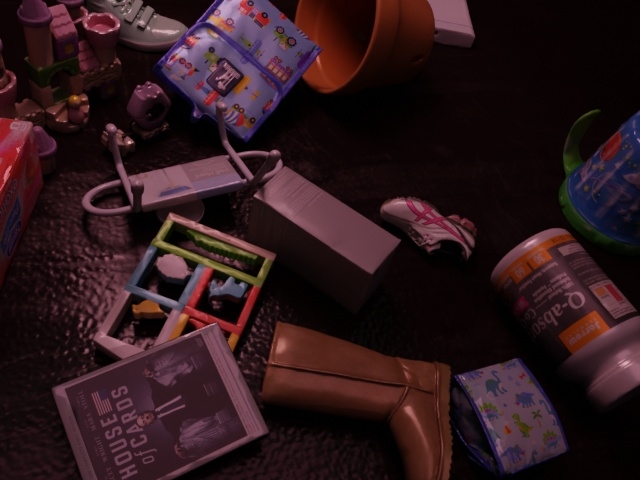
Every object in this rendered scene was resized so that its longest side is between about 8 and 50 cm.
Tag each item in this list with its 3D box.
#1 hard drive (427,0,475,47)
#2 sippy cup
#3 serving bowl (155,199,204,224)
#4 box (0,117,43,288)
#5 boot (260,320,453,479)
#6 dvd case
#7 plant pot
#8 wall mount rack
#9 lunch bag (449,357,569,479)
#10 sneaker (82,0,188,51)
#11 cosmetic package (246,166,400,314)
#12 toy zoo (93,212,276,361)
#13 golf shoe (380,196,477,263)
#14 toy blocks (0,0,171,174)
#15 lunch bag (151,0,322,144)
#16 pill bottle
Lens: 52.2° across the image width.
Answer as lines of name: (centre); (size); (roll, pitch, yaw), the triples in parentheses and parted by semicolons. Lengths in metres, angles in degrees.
hard drive: (0.269, -0.648, 1.725); (0.233, 0.047, 0.353); (7, 50, -9)
sippy cup: (0.628, -0.124, 1.282); (0.305, 0.224, 0.240); (26, 51, 6)
serving bowl: (-0.242, -0.048, 1.123); (0.083, 0.027, 0.083); (7, 50, -9)
box: (-0.536, -0.039, 0.966); (0.154, 0.142, 0.300); (8, 50, -8)
boot: (0.045, 0.246, 0.932); (0.269, 0.089, 0.236); (13, 43, -2)
dvd case: (-0.213, 0.232, 0.878); (0.238, 0.029, 0.179); (-21, 68, -22)
plant pot: (0.103, -0.445, 1.391); (0.203, 0.291, 0.291); (0, 50, -37)
wall mount rack: (-0.214, -0.121, 1.060); (0.350, 0.130, 0.304); (-16, 35, -19)
lunch bag: (0.272, 0.266, 0.961); (0.129, 0.096, 0.151); (-11, 46, -23)
sneaker: (-0.397, -0.490, 1.359); (0.256, 0.151, 0.094); (10, 49, -8)
cosmetic package: (0.000, 0.000, 1.085); (0.238, 0.127, 0.107); (33, 52, 10)
toy zoo: (-0.207, 0.106, 0.993); (0.192, 0.030, 0.293); (21, 56, 1)
golf shoe: (0.194, -0.020, 1.188); (0.186, 0.067, 0.086); (20, 51, 2)
toy blocks: (-0.457, -0.316, 1.132); (0.309, 0.260, 0.288); (41, 53, 19)
lunch bag: (-0.174, -0.335, 1.291); (0.221, 0.138, 0.293); (40, 62, -12)
pill bottle: (0.420, 0.128, 1.066); (0.162, 0.162, 0.278); (-16, 57, -25)
